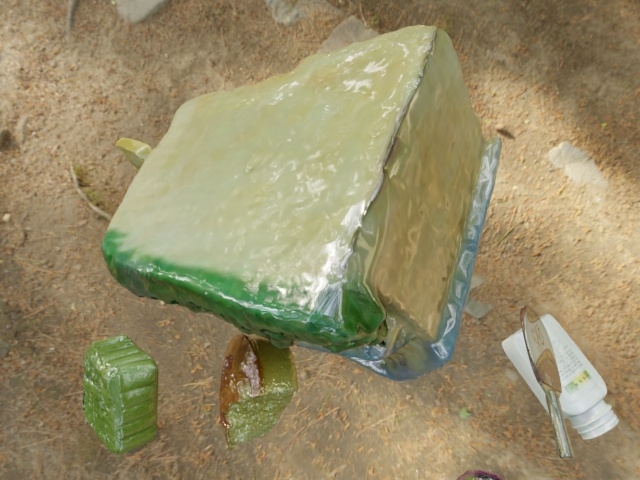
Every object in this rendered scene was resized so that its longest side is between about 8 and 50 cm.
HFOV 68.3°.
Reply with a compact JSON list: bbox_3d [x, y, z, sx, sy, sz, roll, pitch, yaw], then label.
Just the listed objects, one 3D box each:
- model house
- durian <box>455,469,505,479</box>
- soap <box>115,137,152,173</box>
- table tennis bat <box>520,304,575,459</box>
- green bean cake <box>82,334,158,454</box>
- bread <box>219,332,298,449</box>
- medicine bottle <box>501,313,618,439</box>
[{"bbox_3d":[0.000,0.000,0.596,0.382,0.342,0.334,4,61,36],"label":"model house"},{"bbox_3d":[0.251,0.439,0.764,0.187,0.108,0.119,-21,41,37],"label":"durian"},{"bbox_3d":[-0.415,-0.186,1.094,0.037,0.092,0.252,-41,32,-17],"label":"soap"},{"bbox_3d":[0.453,0.273,0.946,0.022,0.173,0.301,-23,52,33],"label":"table tennis bat"},{"bbox_3d":[-0.508,0.379,1.188,0.222,0.125,0.248,20,107,42],"label":"green bean cake"},{"bbox_3d":[-0.095,0.195,0.650,0.086,0.156,0.125,6,37,-27],"label":"bread"},{"bbox_3d":[0.678,0.383,1.328,0.179,0.124,0.324,-24,68,-25],"label":"medicine bottle"}]
